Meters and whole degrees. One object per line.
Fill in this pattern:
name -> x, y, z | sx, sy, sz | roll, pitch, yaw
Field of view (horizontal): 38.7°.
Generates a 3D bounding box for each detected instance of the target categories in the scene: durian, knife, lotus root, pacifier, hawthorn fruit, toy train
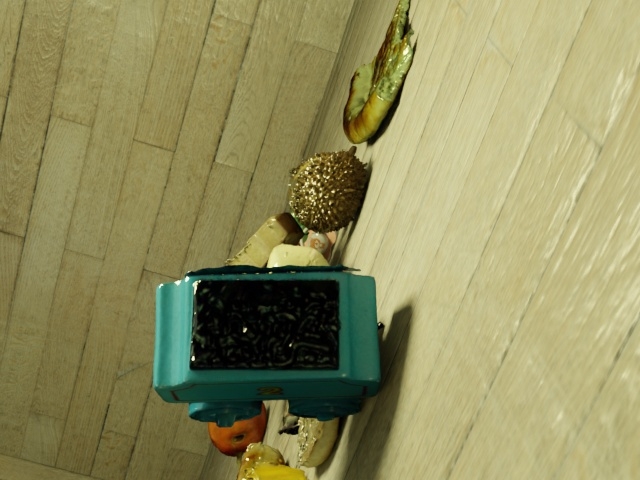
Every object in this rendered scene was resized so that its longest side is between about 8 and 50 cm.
durian -> 0.022, -0.109, 1.843 | 0.196, 0.167, 0.196 | -38, 34, 33
knife -> -0.022, 0.244, 1.755 | 0.089, 0.043, 0.365 | -32, 25, 26
lotus root -> -0.107, 0.017, 1.874 | 0.260, 0.074, 0.170 | -46, -8, 37
pacifier -> 0.000, 0.000, 2.046 | 0.078, 0.081, 0.099 | -21, -46, -62
hawthorn fruit -> -0.201, 0.525, 2.303 | 0.165, 0.165, 0.285 | 142, 120, -79
toy train -> -0.060, 0.143, 1.224 | 0.265, 0.300, 0.188 | 88, 180, -68

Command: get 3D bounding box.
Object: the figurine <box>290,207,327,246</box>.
figurine -> -0.019, -0.079, 2.206 | 0.234, 0.127, 0.185 | -123, 41, -68

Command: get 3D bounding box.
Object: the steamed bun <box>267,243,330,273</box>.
steamed bun -> -0.036, 0.127, 1.699 | 0.170, 0.153, 0.238 | 98, 176, -75

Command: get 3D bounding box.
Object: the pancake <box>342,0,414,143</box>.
pancake -> 0.116, -0.339, 1.895 | 0.427, 0.067, 0.305 | -83, 13, -62

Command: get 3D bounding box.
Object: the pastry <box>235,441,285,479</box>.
pastry -> -0.127, 0.498, 1.755 | 0.192, 0.093, 0.182 | -77, 5, -59

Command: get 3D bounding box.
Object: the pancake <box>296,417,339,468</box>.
pancake -> 0.009, 0.229, 1.476 | 0.282, 0.049, 0.282 | -164, 90, -83

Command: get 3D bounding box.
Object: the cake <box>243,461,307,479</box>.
cake -> -0.080, 0.436, 1.474 | 0.079, 0.116, 0.185 | 117, 172, -51
